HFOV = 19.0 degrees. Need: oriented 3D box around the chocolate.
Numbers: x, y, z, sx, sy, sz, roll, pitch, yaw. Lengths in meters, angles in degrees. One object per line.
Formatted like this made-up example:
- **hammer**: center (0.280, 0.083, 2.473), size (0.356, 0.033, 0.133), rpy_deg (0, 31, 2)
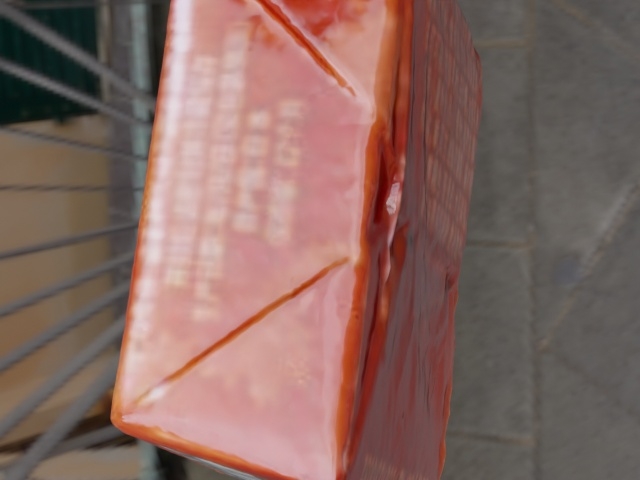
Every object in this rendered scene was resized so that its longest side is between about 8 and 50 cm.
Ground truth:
- **chocolate**: center (0.000, 0.000, 0.821), size (0.108, 0.237, 0.235), rpy_deg (4, 79, 11)
